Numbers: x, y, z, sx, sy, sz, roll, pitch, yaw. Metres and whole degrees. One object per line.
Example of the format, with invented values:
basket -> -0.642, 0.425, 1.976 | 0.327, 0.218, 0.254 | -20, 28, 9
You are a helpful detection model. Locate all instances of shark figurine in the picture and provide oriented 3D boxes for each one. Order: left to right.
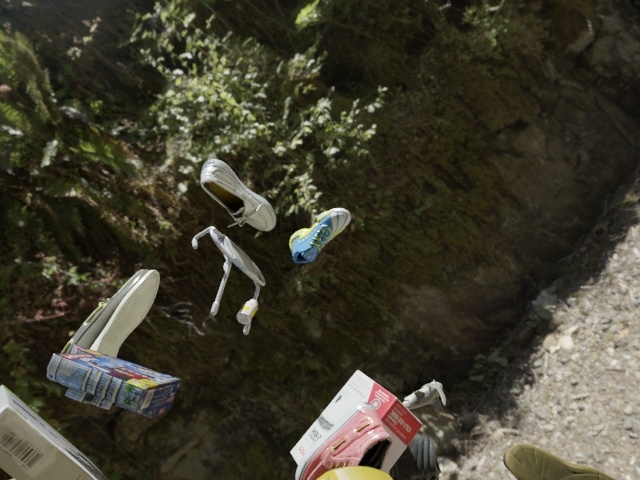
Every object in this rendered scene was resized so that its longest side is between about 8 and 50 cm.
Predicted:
shark figurine -> 0.434, 0.600, 1.565 | 0.166, 0.116, 0.278 | -19, -25, -27

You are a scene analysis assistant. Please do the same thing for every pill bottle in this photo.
pill bottle -> -0.220, 0.215, 1.249 | 0.043, 0.043, 0.083 | -47, 6, 28

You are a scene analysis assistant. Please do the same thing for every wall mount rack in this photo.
wall mount rack -> -0.293, 0.125, 1.353 | 0.130, 0.304, 0.350 | -33, -35, 2

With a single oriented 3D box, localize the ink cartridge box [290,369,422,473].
ink cartridge box -> 0.080, 0.482, 0.992 | 0.273, 0.114, 0.197 | -47, 18, -14

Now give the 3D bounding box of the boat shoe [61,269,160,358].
boat shoe -> -0.488, 0.188, 0.952 | 0.109, 0.091, 0.305 | 86, -156, -56

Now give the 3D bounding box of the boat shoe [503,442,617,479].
boat shoe -> 0.425, 0.417, 0.696 | 0.080, 0.223, 0.073 | -63, -18, -19

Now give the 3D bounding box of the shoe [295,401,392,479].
shoe -> 0.034, 0.342, 0.634 | 0.178, 0.063, 0.081 | -49, 27, 0

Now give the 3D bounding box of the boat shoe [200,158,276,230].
boat shoe -> -0.293, -0.118, 1.483 | 0.135, 0.367, 0.157 | -19, 45, 23

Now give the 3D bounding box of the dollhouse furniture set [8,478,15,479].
dollhouse furniture set -> -0.704, 0.666, 1.020 | 0.183, 0.128, 0.130 | 34, -104, -74

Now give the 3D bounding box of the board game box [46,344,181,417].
board game box -> -0.352, 0.228, 0.669 | 0.194, 0.193, 0.060 | 101, -172, -74

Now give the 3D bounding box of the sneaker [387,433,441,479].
sneaker -> 0.237, 0.644, 1.072 | 0.104, 0.146, 0.297 | 11, -97, -76

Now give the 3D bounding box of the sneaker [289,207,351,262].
sneaker -> 0.000, 0.000, 1.280 | 0.240, 0.091, 0.126 | -33, 38, 32

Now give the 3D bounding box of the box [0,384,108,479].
box -> -0.437, 0.339, 0.651 | 0.321, 0.232, 0.058 | -17, 25, 51

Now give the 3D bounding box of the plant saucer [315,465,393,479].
plant saucer -> -0.037, 0.341, 0.324 | 0.332, 0.081, 0.332 | -32, 6, -12
